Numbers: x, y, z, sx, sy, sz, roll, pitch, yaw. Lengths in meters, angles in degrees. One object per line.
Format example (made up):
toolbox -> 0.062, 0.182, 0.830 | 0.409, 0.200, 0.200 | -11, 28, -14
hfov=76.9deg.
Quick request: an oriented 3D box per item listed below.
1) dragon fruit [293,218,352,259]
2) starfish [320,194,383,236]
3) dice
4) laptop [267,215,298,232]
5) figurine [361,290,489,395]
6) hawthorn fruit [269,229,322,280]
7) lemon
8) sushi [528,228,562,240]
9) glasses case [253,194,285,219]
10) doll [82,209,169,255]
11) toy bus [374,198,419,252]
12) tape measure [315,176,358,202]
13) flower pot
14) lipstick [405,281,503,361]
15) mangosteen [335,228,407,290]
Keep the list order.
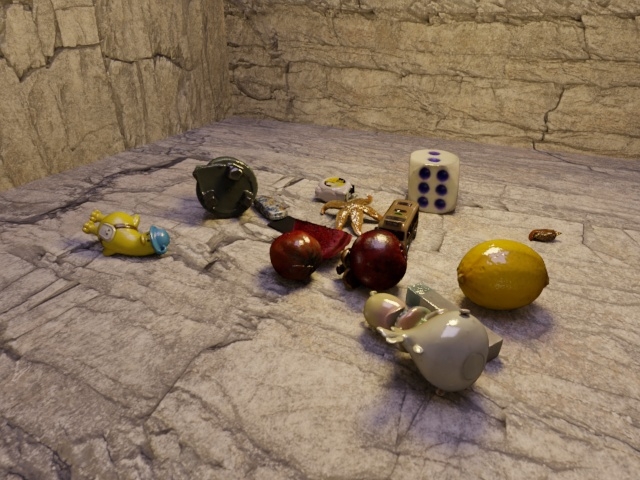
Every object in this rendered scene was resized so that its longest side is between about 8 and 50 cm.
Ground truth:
dragon fruit -> 0.000, 0.000, 1.569 | 0.262, 0.162, 0.189 | 20, 62, 37
starfish -> 0.148, -0.131, 1.861 | 0.327, 0.094, 0.375 | 23, 40, 31
dice -> 0.561, -0.296, 2.010 | 0.244, 0.258, 0.251 | 5, 30, 13
laptop -> -0.128, -0.060, 1.803 | 0.135, 0.016, 0.197 | -24, 36, -38
figurine -> 0.232, 0.233, 1.073 | 0.275, 0.226, 0.394 | 15, 7, -35
hawthorn fruit -> -0.103, 0.038, 1.448 | 0.181, 0.181, 0.235 | -19, 39, -32
lemon -> 0.576, 0.109, 1.291 | 0.264, 0.235, 0.236 | 13, 22, -26
sushi -> 0.960, -0.024, 1.729 | 0.121, 0.052, 0.055 | 2, 29, 1
glasses case -> -0.247, -0.162, 1.928 | 0.087, 0.065, 0.248 | -17, 31, -24
doll -> -0.761, -0.013, 1.591 | 0.364, 0.145, 0.199 | 19, 72, 13
toy bus -> 0.320, -0.059, 1.661 | 0.140, 0.157, 0.289 | 13, 30, 21
tape measure -> 0.080, -0.254, 2.083 | 0.196, 0.105, 0.178 | 16, 39, 29
flower pot -> -0.451, -0.257, 1.874 | 0.300, 0.298, 0.283 | -7, 24, -15
lipstick -> 0.389, 0.236, 1.212 | 0.066, 0.068, 0.317 | -15, 32, -28
mangosteen -> 0.169, 0.078, 1.387 | 0.258, 0.215, 0.215 | -24, 21, 21
